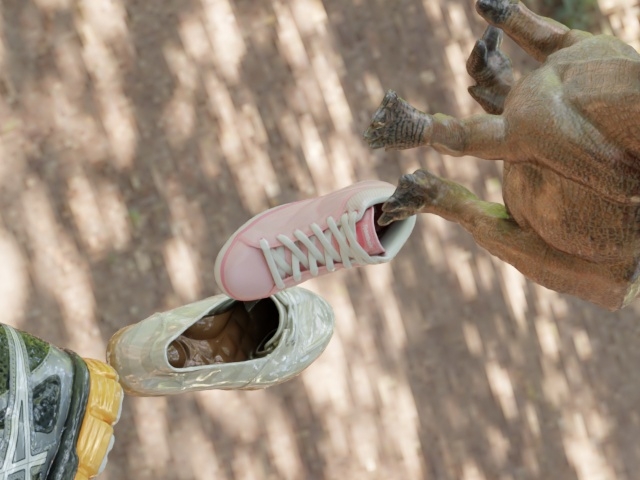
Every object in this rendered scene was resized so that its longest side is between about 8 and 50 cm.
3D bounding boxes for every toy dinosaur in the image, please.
[{"bbox_3d":[0.137,-0.021,0.819,0.127,0.200,0.295,-56,169,-13],"label":"toy dinosaur"}]

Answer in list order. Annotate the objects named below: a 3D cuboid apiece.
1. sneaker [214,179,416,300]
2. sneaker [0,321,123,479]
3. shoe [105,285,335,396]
[{"bbox_3d":[0.000,0.000,1.108,0.070,0.134,0.051,20,-47,68],"label":"sneaker"},{"bbox_3d":[-0.145,0.118,0.711,0.083,0.084,0.215,37,33,-25],"label":"sneaker"},{"bbox_3d":[-0.059,0.075,1.302,0.219,0.058,0.076,-12,82,-46],"label":"shoe"}]
